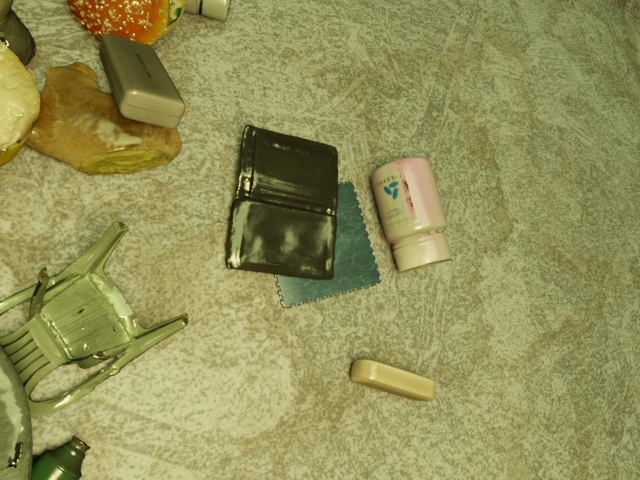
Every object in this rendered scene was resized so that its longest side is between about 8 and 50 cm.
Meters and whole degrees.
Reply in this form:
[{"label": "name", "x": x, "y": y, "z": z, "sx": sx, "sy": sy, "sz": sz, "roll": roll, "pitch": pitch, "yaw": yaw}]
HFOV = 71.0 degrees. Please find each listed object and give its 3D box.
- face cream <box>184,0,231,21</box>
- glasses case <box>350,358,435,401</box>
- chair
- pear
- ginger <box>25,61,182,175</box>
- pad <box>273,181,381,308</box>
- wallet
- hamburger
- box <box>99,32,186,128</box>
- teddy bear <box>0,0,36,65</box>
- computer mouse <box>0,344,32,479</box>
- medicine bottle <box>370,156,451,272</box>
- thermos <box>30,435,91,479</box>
[{"label": "face cream", "x": -0.351, "y": -0.571, "z": 0.977, "sx": 0.315, "sy": 0.089, "sz": 0.143, "roll": 14, "pitch": 70, "yaw": -15}, {"label": "glasses case", "x": 0.159, "y": 0.304, "z": 0.974, "sx": 0.197, "sy": 0.083, "sz": 0.050, "roll": 23, "pitch": 66, "yaw": -21}, {"label": "chair", "x": -0.385, "y": 0.133, "z": 0.689, "sx": 0.203, "sy": 0.275, "sz": 0.191, "roll": 55, "pitch": 36, "yaw": -1}, {"label": "pear", "x": -0.577, "y": -0.196, "z": 0.685, "sx": 0.267, "sy": 0.178, "sz": 0.266, "roll": 13, "pitch": 64, "yaw": -28}, {"label": "ginger", "x": -0.395, "y": -0.223, "z": 0.823, "sx": 0.276, "sy": 0.130, "sz": 0.221, "roll": -20, "pitch": 78, "yaw": -34}, {"label": "pad", "x": 0.000, "y": 0.000, "z": 1.025, "sx": 0.270, "sy": 0.012, "sz": 0.268, "roll": -12, "pitch": 81, "yaw": -30}, {"label": "wallet", "x": -0.074, "y": -0.083, "z": 0.981, "sx": 0.247, "sy": 0.041, "sz": 0.322, "roll": 8, "pitch": 75, "yaw": -24}, {"label": "hamburger", "x": -0.381, "y": -0.492, "z": 0.870, "sx": 0.237, "sy": 0.147, "sz": 0.236, "roll": -5, "pitch": 109, "yaw": -14}, {"label": "box", "x": -0.323, "y": -0.289, "z": 0.803, "sx": 0.103, "sy": 0.055, "sz": 0.243, "roll": 4, "pitch": 39, "yaw": -40}, {"label": "teddy bear", "x": -0.581, "y": -0.395, "z": 0.729, "sx": 0.171, "sy": 0.251, "sz": 0.144, "roll": 38, "pitch": 60, "yaw": 4}, {"label": "computer mouse", "x": -0.480, "y": 0.235, "z": 0.600, "sx": 0.373, "sy": 0.204, "sz": 0.114, "roll": 69, "pitch": 19, "yaw": 3}, {"label": "medicine bottle", "x": 0.218, "y": -0.059, "z": 1.074, "sx": 0.152, "sy": 0.152, "sz": 0.254, "roll": -6, "pitch": 79, "yaw": -29}, {"label": "thermos", "x": -0.426, "y": 0.383, "z": 0.664, "sx": 0.187, "sy": 0.083, "sz": 0.073, "roll": -53, "pitch": 123, "yaw": -30}]
